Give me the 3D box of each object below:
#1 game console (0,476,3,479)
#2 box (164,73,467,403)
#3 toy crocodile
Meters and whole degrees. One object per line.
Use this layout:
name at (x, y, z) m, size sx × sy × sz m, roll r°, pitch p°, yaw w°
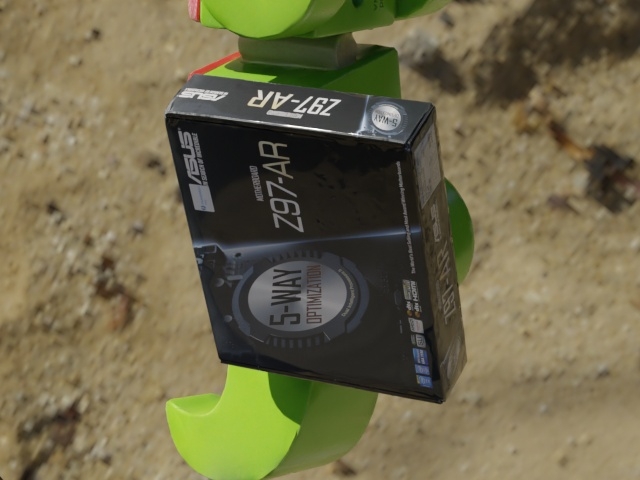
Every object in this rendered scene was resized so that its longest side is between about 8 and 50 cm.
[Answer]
game console at (-0.237, 0.088, 0.653) m, size 0.342 × 0.060 × 0.386 m, roll 55°, pitch 11°, yaw -19°
box at (0.000, 0.000, 0.468) m, size 0.067 × 0.083 × 0.018 m, roll 9°, pitch 41°, yaw 23°
toy crocodile at (-0.009, -0.059, 0.753) m, size 0.105 × 0.341 × 0.115 m, roll 11°, pitch 21°, yaw 33°
